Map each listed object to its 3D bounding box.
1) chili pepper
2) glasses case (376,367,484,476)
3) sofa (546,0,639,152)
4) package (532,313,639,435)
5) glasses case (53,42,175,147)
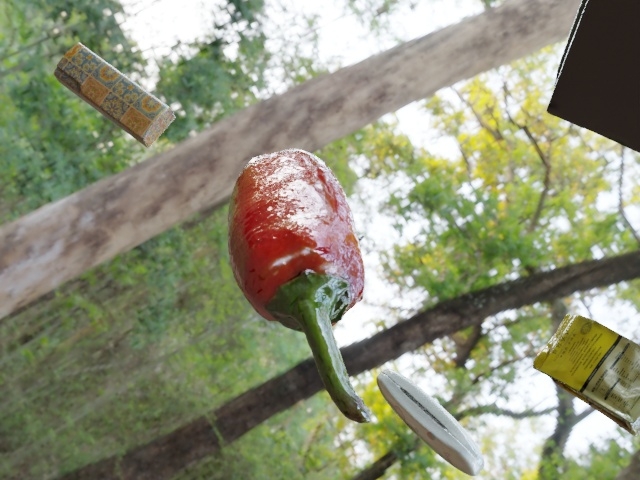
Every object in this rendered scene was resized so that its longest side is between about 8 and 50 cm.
[{"bbox_3d":[-0.004,-0.006,0.638,0.137,0.092,0.368,47,14,-10],"label":"chili pepper"},{"bbox_3d":[0.154,0.256,1.255,0.204,0.051,0.081,39,-17,40],"label":"glasses case"},{"bbox_3d":[0.154,-0.100,0.356,0.085,0.060,0.147,26,-28,14],"label":"sofa"},{"bbox_3d":[0.260,0.118,0.827,0.131,0.071,0.047,35,-3,42],"label":"package"},{"bbox_3d":[-0.358,-0.254,1.527,0.218,0.075,0.049,36,-13,16],"label":"glasses case"}]
